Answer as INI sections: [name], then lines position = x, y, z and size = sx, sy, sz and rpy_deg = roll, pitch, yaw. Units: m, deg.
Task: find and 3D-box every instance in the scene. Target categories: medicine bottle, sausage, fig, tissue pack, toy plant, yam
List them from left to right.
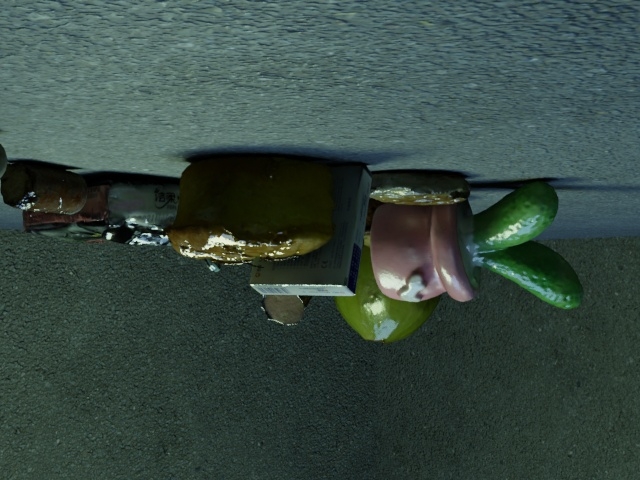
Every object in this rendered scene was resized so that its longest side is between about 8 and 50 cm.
[yam]
position = -0.444, -0.083, 1.657
size = 0.079, 0.079, 0.141
rpy_deg = 0, 178, 25
[tissue pack]
position = -0.379, -0.048, 1.917
size = 0.245, 0.123, 0.332
rpy_deg = 0, 179, -42
[medicine bottle]
position = -0.017, -0.018, 1.575
size = 0.171, 0.201, 0.052
rpy_deg = -2, 159, 25
[sausage]
position = 0.000, 0.000, 1.753
size = 0.082, 0.082, 0.371
rpy_deg = 0, -147, 23
[fig]
position = 0.174, 0.109, 2.792
size = 0.343, 0.343, 0.343
rpy_deg = 1, 178, 0
[toy plant]
position = 0.282, 0.018, 1.903
size = 0.356, 0.210, 0.317
rpy_deg = -11, 134, 15

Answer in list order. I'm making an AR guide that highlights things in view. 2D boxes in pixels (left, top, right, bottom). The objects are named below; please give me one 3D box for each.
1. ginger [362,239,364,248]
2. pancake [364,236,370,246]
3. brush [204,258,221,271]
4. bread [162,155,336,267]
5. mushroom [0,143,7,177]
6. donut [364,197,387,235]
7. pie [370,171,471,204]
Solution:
[ginger]
position = 0.002, -0.009, 2.157
size = 0.172, 0.165, 0.321
rpy_deg = -21, 161, 33
[pancake]
position = 0.000, -0.037, 2.463
size = 0.387, 0.082, 0.387
rpy_deg = 4, 174, 0
[brush]
position = -0.196, -0.025, 2.000
size = 0.060, 0.068, 0.297
rpy_deg = -28, -154, 6
[bread]
position = -0.118, -0.050, 1.519
size = 0.261, 0.160, 0.147
rpy_deg = 3, 170, 28
[mushroom]
position = -0.430, -0.109, 1.278
size = 0.085, 0.085, 0.079
rpy_deg = 2, 135, -21
[donut]
position = 0.198, -0.049, 2.110
size = 0.217, 0.085, 0.141
rpy_deg = 2, 177, -44
[pie]
position = 0.161, -0.086, 1.727
size = 0.195, 0.046, 0.195
rpy_deg = 2, 178, 0
